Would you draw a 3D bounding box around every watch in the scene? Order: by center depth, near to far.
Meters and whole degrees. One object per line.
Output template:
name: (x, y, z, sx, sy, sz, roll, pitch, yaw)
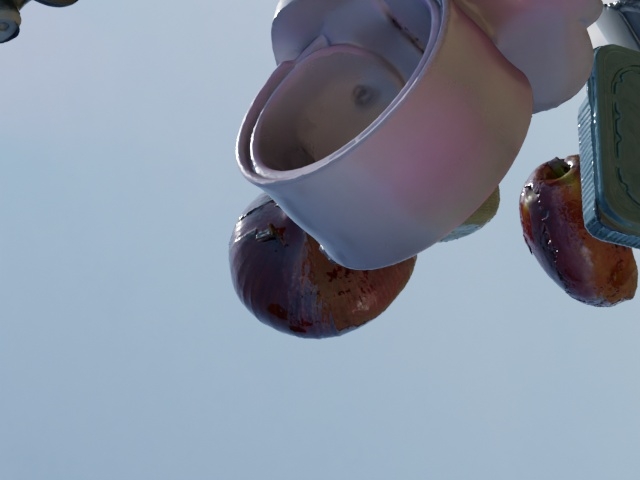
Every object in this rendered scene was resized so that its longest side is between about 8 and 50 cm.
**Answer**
watch: (0.071, -0.097, 1.290, 0.211, 0.248, 0.217, 44, -146, -31)

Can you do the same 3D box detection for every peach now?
peach: (0.268, -0.005, 1.950, 0.127, 0.092, 0.172, -162, 54, -79)

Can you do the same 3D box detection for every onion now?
onion: (0.005, 0.008, 2.252, 0.161, 0.248, 0.248, 109, 163, -50)

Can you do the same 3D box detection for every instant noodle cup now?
instant noodle cup: (0.277, -0.061, 1.513, 0.070, 0.157, 0.179, 130, 147, -52)

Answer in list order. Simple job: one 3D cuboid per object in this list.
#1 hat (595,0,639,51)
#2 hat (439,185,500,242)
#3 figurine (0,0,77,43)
hat: (0.467, -0.217, 2.554, 0.275, 0.161, 0.232, 56, -168, 29)
hat: (0.165, -0.068, 2.483, 0.257, 0.257, 0.130, 30, -138, -68)
figurine: (-0.302, -0.346, 2.009, 0.140, 0.193, 0.265, 11, -115, -35)
